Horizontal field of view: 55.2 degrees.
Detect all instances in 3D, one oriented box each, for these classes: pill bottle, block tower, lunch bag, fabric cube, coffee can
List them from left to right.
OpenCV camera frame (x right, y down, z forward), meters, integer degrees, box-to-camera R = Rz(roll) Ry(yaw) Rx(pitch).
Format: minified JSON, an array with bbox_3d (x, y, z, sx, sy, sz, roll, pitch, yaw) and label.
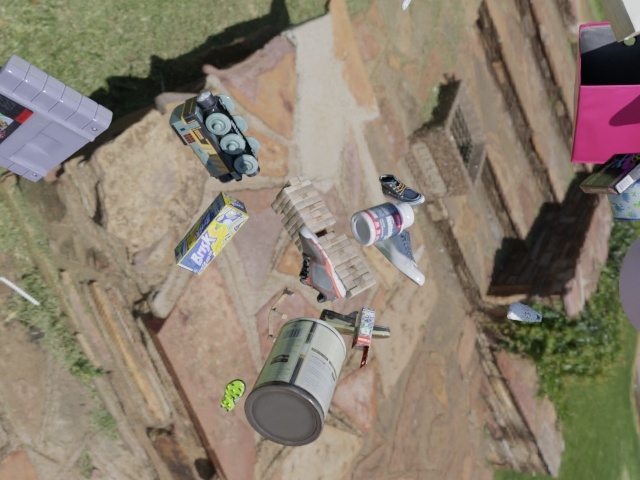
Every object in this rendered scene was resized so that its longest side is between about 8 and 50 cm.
[{"bbox_3d":[-0.057,0.361,1.593,0.275,0.201,0.201,-64,136,-57],"label":"coffee can"},{"bbox_3d":[0.000,0.000,1.561,0.091,0.097,0.335,-26,78,-37],"label":"block tower"},{"bbox_3d":[0.190,-0.057,1.849,0.180,0.108,0.108,-20,102,-31],"label":"pill bottle"},{"bbox_3d":[0.778,-0.373,1.546,0.258,0.254,0.259,67,32,-49],"label":"fabric cube"},{"bbox_3d":[0.903,-0.128,1.737,0.096,0.151,0.129,-33,108,-16],"label":"lunch bag"}]

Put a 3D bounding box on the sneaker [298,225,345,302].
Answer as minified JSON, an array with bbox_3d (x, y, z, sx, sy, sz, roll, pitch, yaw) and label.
[{"bbox_3d":[-0.011,0.049,1.050,0.158,0.065,0.061,63,0,-27],"label":"sneaker"}]

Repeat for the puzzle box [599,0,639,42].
[{"bbox_3d":[0.601,-0.608,1.169,0.272,0.052,0.409,-23,90,-18],"label":"puzzle box"}]

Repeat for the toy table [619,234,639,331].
[{"bbox_3d":[0.696,0.051,1.150,0.161,0.252,0.274,-22,149,-18],"label":"toy table"}]

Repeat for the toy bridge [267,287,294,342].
[{"bbox_3d":[-0.143,0.249,2.074,0.026,0.063,0.188,25,81,-51],"label":"toy bridge"}]

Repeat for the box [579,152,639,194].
[{"bbox_3d":[0.670,-0.152,1.381,0.029,0.116,0.162,48,2,-5],"label":"box"}]

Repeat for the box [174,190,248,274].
[{"bbox_3d":[-0.219,-0.013,1.215,0.059,0.169,0.054,29,24,-35],"label":"box"}]

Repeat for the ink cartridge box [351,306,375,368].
[{"bbox_3d":[0.085,0.201,1.258,0.063,0.029,0.115,112,-9,-66],"label":"ink cartridge box"}]

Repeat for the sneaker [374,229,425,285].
[{"bbox_3d":[0.286,0.032,2.141,0.123,0.290,0.106,-44,145,5],"label":"sneaker"}]

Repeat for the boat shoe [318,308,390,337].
[{"bbox_3d":[0.098,0.240,1.789,0.080,0.223,0.073,48,50,-62],"label":"boat shoe"}]

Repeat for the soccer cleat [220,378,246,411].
[{"bbox_3d":[-0.271,0.477,1.942,0.060,0.179,0.072,35,45,4],"label":"soccer cleat"}]

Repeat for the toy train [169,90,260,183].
[{"bbox_3d":[-0.321,-0.314,1.913,0.334,0.190,0.142,58,24,-44],"label":"toy train"}]

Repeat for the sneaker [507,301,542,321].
[{"bbox_3d":[0.616,0.218,1.842,0.152,0.061,0.054,9,99,-43],"label":"sneaker"}]

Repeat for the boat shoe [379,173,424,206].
[{"bbox_3d":[0.282,-0.179,2.168,0.065,0.183,0.083,-46,132,-22],"label":"boat shoe"}]

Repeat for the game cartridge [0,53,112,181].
[{"bbox_3d":[-0.645,-0.248,1.326,0.230,0.355,0.068,26,56,-41],"label":"game cartridge"}]

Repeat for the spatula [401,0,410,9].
[{"bbox_3d":[0.183,-0.474,0.929,0.242,0.019,0.168,-61,169,-20],"label":"spatula"}]
